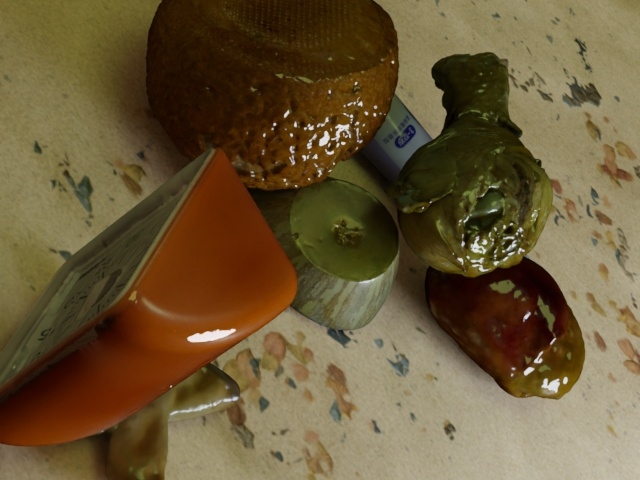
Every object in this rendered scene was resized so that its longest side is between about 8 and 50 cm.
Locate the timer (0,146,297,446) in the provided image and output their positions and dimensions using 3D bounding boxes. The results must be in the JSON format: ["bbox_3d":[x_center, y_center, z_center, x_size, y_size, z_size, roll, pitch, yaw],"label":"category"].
[{"bbox_3d":[-0.180,0.073,1.759,0.161,0.257,0.250,54,37,-2],"label":"timer"}]

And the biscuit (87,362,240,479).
[{"bbox_3d":[-0.179,0.155,1.925,0.164,0.047,0.208,44,38,-3],"label":"biscuit"}]

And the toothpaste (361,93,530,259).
[{"bbox_3d":[0.143,-0.064,2.439,0.371,0.080,0.125,49,31,-13],"label":"toothpaste"}]

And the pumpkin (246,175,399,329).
[{"bbox_3d":[0.015,-0.008,2.224,0.217,0.110,0.217,23,50,-31],"label":"pumpkin"}]

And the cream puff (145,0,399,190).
[{"bbox_3d":[-0.062,-0.180,2.192,0.303,0.212,0.303,13,39,-11],"label":"cream puff"}]

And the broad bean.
[{"bbox_3d":[0.226,0.094,2.331,0.228,0.122,0.156,42,35,-5],"label":"broad bean"}]

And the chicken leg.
[{"bbox_3d":[0.176,-0.104,2.316,0.201,0.152,0.429,10,36,-2],"label":"chicken leg"}]
